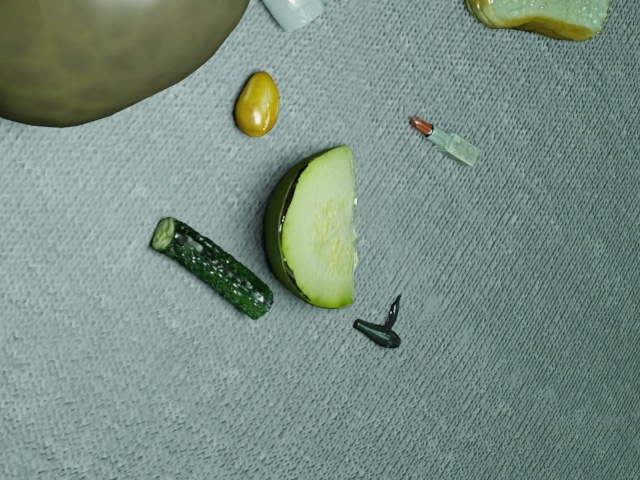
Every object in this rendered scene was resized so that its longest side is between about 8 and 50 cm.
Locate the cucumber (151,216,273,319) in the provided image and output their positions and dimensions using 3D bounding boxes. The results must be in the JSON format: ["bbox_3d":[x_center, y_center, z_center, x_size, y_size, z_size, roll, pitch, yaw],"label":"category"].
[{"bbox_3d":[-0.142,0.035,1.556,0.187,0.058,0.058,39,78,-30],"label":"cucumber"}]

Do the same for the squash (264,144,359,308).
[{"bbox_3d":[0.000,0.000,1.582,0.204,0.155,0.236,-8,102,-29],"label":"squash"}]

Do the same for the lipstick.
[{"bbox_3d":[0.179,-0.150,1.736,0.129,0.030,0.030,28,84,-33],"label":"lipstick"}]

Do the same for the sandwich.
[{"bbox_3d":[0.329,-0.419,1.749,0.251,0.087,0.226,1,99,-32],"label":"sandwich"}]

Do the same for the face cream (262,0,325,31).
[{"bbox_3d":[-0.067,-0.371,1.524,0.084,0.057,0.198,-41,118,-16],"label":"face cream"}]

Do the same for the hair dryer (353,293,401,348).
[{"bbox_3d":[0.093,0.113,1.740,0.079,0.031,0.083,30,69,-24],"label":"hair dryer"}]

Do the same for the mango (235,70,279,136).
[{"bbox_3d":[-0.082,-0.181,1.556,0.060,0.046,0.089,9,90,-33],"label":"mango"}]

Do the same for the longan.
[{"bbox_3d":[-0.247,-0.310,1.265,0.404,0.336,0.404,-38,154,-22],"label":"longan"}]
